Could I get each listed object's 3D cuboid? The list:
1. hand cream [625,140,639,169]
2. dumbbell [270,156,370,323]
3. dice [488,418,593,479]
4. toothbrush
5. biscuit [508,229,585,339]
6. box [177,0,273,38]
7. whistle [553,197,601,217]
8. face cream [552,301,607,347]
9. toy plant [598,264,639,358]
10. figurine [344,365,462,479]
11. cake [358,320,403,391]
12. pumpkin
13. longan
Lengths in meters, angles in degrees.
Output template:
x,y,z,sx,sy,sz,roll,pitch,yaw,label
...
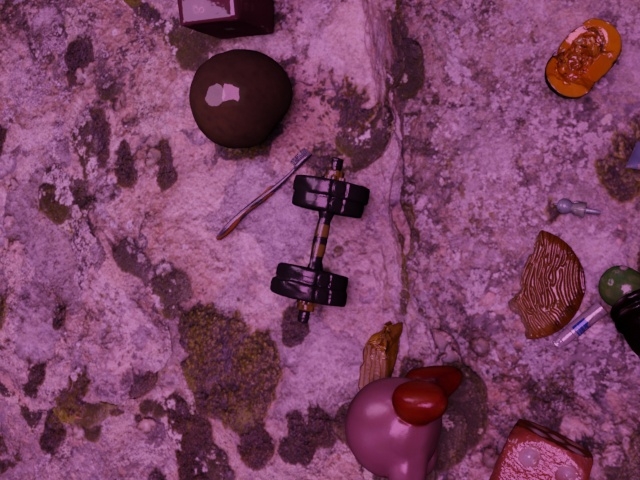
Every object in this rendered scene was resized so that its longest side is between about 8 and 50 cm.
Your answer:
x,y,z,sx,sy,sz,roll,pitch,yaw,label
0.746,-0.155,1.640,0.170,0.043,0.065,24,87,22,hand cream
0.000,0.000,1.777,0.185,0.185,0.389,11,89,17,dumbbell
0.455,0.487,1.606,0.179,0.175,0.174,23,93,16,dice
-0.144,-0.110,1.913,0.321,0.023,0.031,-44,68,8,toothbrush
0.493,0.094,1.701,0.176,0.031,0.229,-17,82,13,biscuit
-0.223,-0.586,1.846,0.193,0.294,0.168,-3,96,17,box
0.563,-0.070,1.691,0.100,0.035,0.035,12,89,16,whistle
0.560,0.186,1.671,0.130,0.034,0.034,-42,76,10,face cream
0.691,0.117,1.578,0.217,0.175,0.235,-17,55,21,toy plant
0.163,0.388,1.671,0.211,0.269,0.262,18,102,17,figurine
0.139,0.268,1.792,0.079,0.116,0.185,9,120,22,cake
0.562,-0.385,1.679,0.119,0.107,0.183,43,91,8,pumpkin
-0.189,-0.339,1.850,0.248,0.248,0.249,-1,85,17,longan
